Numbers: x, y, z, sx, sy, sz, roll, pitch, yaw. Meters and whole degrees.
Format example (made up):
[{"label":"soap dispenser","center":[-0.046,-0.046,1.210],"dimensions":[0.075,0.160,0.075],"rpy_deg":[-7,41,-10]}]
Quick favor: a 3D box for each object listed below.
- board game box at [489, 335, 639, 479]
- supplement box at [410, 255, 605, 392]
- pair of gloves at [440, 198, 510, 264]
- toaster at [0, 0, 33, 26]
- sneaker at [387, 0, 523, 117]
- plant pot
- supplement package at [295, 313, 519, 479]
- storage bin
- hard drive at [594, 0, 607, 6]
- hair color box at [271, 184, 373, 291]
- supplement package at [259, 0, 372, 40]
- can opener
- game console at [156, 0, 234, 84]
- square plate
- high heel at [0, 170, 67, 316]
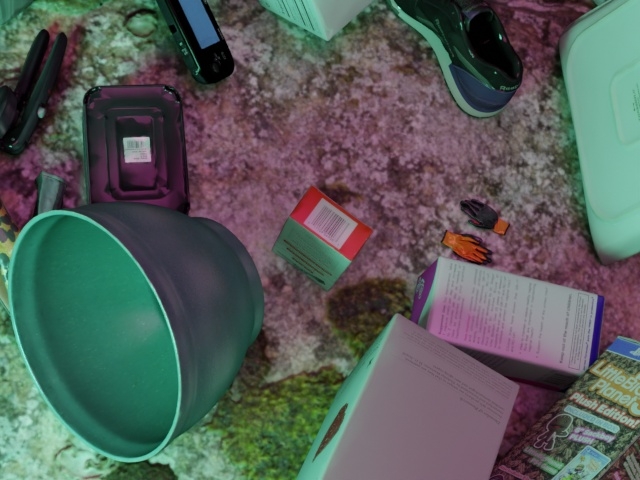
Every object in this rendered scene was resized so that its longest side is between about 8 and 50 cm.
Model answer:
[{"label":"board game box","center":[0.351,0.303,1.510],"dimensions":[0.291,0.141,0.232],"rpy_deg":[-41,119,-19]},{"label":"supplement box","center":[0.230,0.108,1.610],"dimensions":[0.220,0.111,0.114],"rpy_deg":[13,72,-8]},{"label":"pair of gloves","center":[0.206,-0.012,1.692],"dimensions":[0.074,0.010,0.083],"rpy_deg":[30,70,-1]},{"label":"toaster","center":[-0.394,-0.373,1.603],"dimensions":[0.129,0.146,0.227],"rpy_deg":[41,71,1]},{"label":"sneaker","center":[0.185,-0.311,1.713],"dimensions":[0.107,0.124,0.283],"rpy_deg":[-31,82,-18]},{"label":"plant pot","center":[-0.190,0.081,1.467],"dimensions":[0.196,0.293,0.293],"rpy_deg":[-23,79,-44]},{"label":"supplement package","center":[0.079,0.264,1.443],"dimensions":[0.175,0.177,0.293],"rpy_deg":[31,43,-2]},{"label":"storage bin","center":[-0.231,-0.096,1.591],"dimensions":[0.122,0.084,0.180],"rpy_deg":[-3,76,-12]},{"label":"hard drive","center":[0.381,-0.518,1.856],"dimensions":[0.210,0.040,0.318],"rpy_deg":[-36,84,-19]},{"label":"hair color box","center":[0.000,0.000,1.564],"dimensions":[0.093,0.167,0.053],"rpy_deg":[36,72,1]},{"label":"supplement package","center":[0.026,-0.432,1.646],"dimensions":[0.262,0.204,0.145],"rpy_deg":[-44,51,-16]},{"label":"can opener","center":[-0.362,-0.189,1.606],"dimensions":[0.059,0.073,0.186],"rpy_deg":[21,62,3]},{"label":"game console","center":[-0.198,-0.373,1.635],"dimensions":[0.213,0.044,0.361],"rpy_deg":[-40,108,-56]},{"label":"square plate","center":[0.417,-0.177,1.606],"dimensions":[0.049,0.344,0.347],"rpy_deg":[0,74,-26]},{"label":"high heel","center":[-0.440,-0.017,1.517],"dimensions":[0.261,0.093,0.186],"rpy_deg":[14,66,-17]}]
